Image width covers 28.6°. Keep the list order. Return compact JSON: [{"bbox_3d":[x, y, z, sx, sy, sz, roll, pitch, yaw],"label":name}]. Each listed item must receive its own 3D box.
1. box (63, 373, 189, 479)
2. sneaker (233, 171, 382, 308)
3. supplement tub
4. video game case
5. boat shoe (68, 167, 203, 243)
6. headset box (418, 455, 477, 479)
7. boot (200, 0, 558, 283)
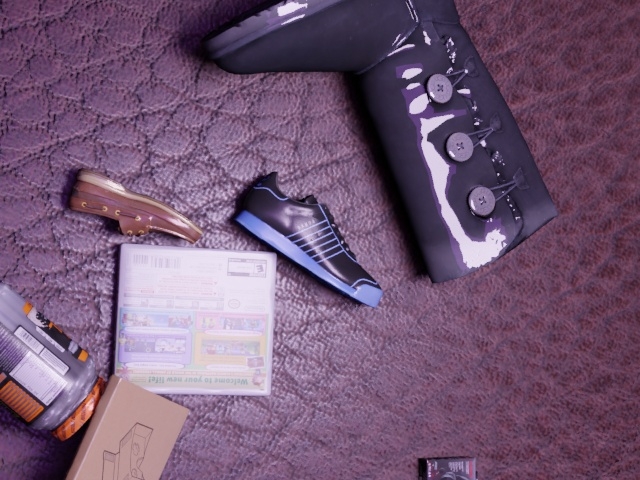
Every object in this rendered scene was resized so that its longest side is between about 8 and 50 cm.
[{"bbox_3d":[-0.250,0.281,1.568,0.164,0.021,0.201,39,71,-56],"label":"box"},{"bbox_3d":[0.000,0.000,1.687,0.232,0.081,0.090,35,84,-13],"label":"sneaker"},{"bbox_3d":[-0.359,0.151,1.540,0.190,0.117,0.117,43,75,-13],"label":"supplement tub"},{"bbox_3d":[-0.165,0.106,1.657,0.212,0.023,0.193,4,86,-19],"label":"video game case"},{"bbox_3d":[-0.239,-0.032,1.621,0.178,0.064,0.060,24,85,-10],"label":"boat shoe"},{"bbox_3d":[0.181,0.335,1.759,0.083,0.032,0.062,2,87,-17],"label":"headset box"},{"bbox_3d":[0.088,-0.144,1.691,0.367,0.146,0.445,-27,105,-15],"label":"boot"}]
